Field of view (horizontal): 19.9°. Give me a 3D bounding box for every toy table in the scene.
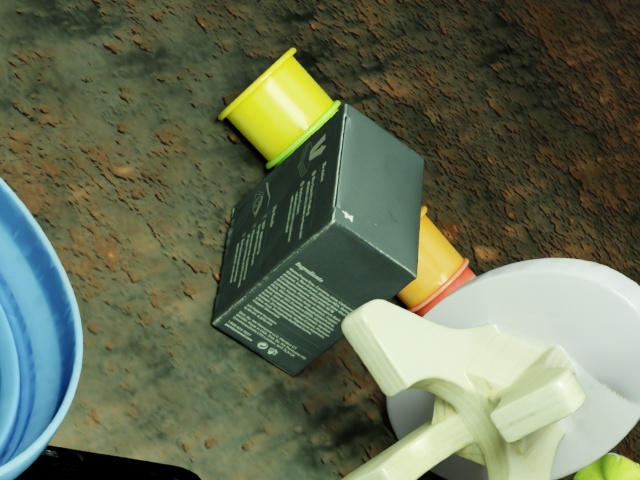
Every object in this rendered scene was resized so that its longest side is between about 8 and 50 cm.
[{"bbox_3d":[0.129,0.136,1.426,0.252,0.274,0.161,48,40,6],"label":"toy table"}]

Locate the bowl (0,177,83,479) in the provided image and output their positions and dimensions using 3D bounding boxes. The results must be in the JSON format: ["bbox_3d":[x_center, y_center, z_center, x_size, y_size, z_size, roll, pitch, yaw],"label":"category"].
[{"bbox_3d":[-0.335,0.023,1.123,0.391,0.077,0.391,28,31,-19],"label":"bowl"}]

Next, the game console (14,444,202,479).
[{"bbox_3d":[-0.103,0.252,1.131,0.213,0.044,0.361,14,26,-38],"label":"game console"}]

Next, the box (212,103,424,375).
[{"bbox_3d":[0.000,0.000,1.511,0.093,0.158,0.156,34,36,-21],"label":"box"}]

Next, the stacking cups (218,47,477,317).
[{"bbox_3d":[0.050,-0.032,1.659,0.316,0.096,0.096,46,33,-4],"label":"stacking cups"}]

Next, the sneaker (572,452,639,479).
[{"bbox_3d":[0.310,0.276,1.601,0.126,0.091,0.240,46,6,-24],"label":"sneaker"}]
